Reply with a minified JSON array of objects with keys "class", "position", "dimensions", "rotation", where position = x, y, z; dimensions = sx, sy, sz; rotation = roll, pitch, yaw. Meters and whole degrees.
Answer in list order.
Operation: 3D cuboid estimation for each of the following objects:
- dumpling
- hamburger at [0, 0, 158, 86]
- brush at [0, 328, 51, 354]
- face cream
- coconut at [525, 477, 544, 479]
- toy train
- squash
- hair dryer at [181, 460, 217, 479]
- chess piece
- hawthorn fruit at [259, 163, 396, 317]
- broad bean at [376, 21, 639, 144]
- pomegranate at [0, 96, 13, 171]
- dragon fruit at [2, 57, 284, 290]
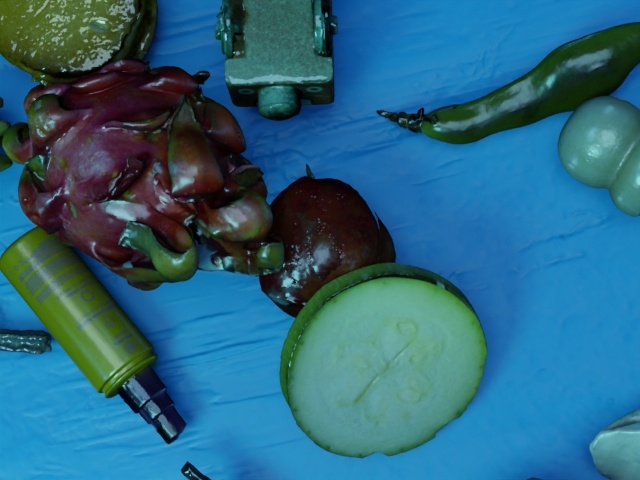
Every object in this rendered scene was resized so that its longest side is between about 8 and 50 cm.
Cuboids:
[{"class":"dumpling","position":[0.390,0.226,1.250],"dimensions":[0.228,0.124,0.151],"rotation":[-3,120,11]},{"class":"hamburger","position":[-0.276,-0.257,1.362],"dimensions":[0.182,0.118,0.191],"rotation":[-44,85,-3]},{"class":"brush","position":[-0.457,0.104,1.370],"dimensions":[0.323,0.070,0.051],"rotation":[5,89,6]},{"class":"face cream","position":[-0.238,0.107,1.340],"dimensions":[0.078,0.078,0.273],"rotation":[-41,82,1]},{"class":"coconut","position":[0.217,0.349,1.194],"dimensions":[0.227,0.227,0.230],"rotation":[-5,91,6]},{"class":"toy train","position":[-0.046,-0.281,1.321],"dimensions":[0.129,0.159,0.326],"rotation":[-3,80,3]},{"class":"squash","position":[0.066,0.122,1.267],"dimensions":[0.219,0.041,0.219],"rotation":[-6,116,-12]},{"class":"hair dryer","position":[-0.066,0.335,1.291],"dimensions":[0.248,0.078,0.195],"rotation":[41,90,4]},{"class":"chess piece","position":[0.360,-0.063,1.276],"dimensions":[0.243,0.133,0.133],"rotation":[35,89,15]},{"class":"hawthorn fruit","position":[0.000,0.000,1.298],"dimensions":[0.148,0.148,0.172],"rotation":[-17,67,4]},{"class":"broad bean","position":[0.224,-0.159,1.322],"dimensions":[0.325,0.067,0.075],"rotation":[-20,99,8]},{"class":"pomegranate","position":[-0.523,-0.092,1.340],"dimensions":[0.358,0.216,0.310],"rotation":[-7,82,-25]},{"class":"dragon fruit","position":[-0.178,-0.068,1.259],"dimensions":[0.307,0.227,0.243],"rotation":[-8,95,47]}]
